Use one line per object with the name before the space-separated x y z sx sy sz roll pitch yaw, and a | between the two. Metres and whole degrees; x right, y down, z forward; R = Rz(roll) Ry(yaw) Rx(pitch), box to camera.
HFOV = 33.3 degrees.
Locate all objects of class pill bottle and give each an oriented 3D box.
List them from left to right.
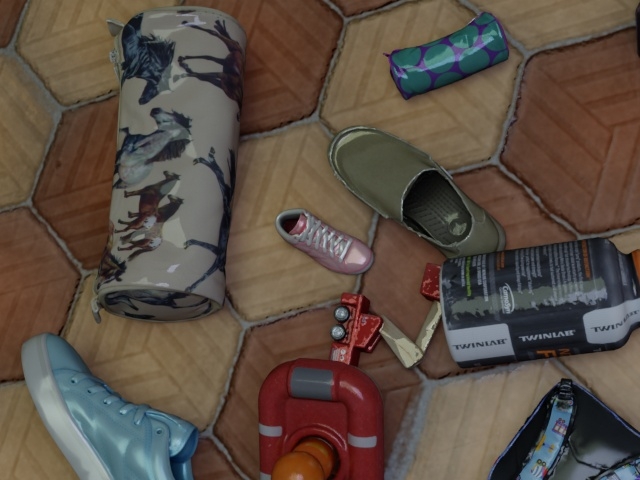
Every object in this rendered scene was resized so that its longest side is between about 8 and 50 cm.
pill bottle | 0.266 0.067 1.211 0.246 0.130 0.130 -9 73 16

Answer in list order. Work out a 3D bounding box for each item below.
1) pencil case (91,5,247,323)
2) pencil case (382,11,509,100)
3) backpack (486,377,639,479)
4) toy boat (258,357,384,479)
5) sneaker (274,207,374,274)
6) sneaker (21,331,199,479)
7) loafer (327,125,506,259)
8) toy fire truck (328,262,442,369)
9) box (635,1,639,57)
pencil case | -0.200 -0.094 1.387 0.184 0.160 0.410 1 76 9
pencil case | 0.162 -0.236 1.364 0.152 0.064 0.070 -21 86 11
backpack | 0.274 0.262 1.163 0.158 0.117 0.173 38 89 23
toy boat | -0.011 0.257 1.217 0.151 0.151 0.231 2 100 19
sneaker | 0.000 0.000 1.348 0.134 0.070 0.051 25 82 21
sneaker | -0.231 0.246 1.332 0.150 0.135 0.366 -35 76 -2
loafer | 0.113 -0.066 1.317 0.268 0.092 0.102 36 88 23
toy fire truck | 0.082 0.119 1.301 0.135 0.047 0.192 8 79 18
box | 0.572 -0.250 1.199 0.381 0.143 0.191 25 84 24
